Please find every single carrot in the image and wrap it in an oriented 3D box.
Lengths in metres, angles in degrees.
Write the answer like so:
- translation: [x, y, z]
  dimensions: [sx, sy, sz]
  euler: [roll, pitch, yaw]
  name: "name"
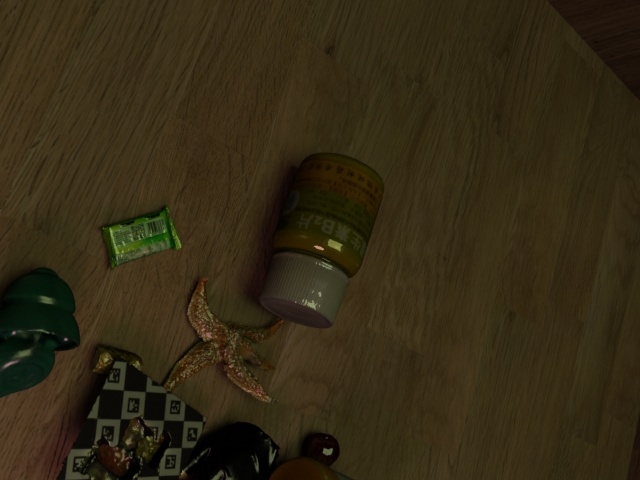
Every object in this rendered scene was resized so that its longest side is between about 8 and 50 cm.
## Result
- translation: [-0.442, 0.470, 1.580]
  dimensions: [0.048, 0.048, 0.139]
  euler: [-37, 109, -34]
  name: "carrot"

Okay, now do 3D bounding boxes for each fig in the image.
- translation: [-0.006, 0.552, 1.920]
  dimensions: [0.089, 0.089, 0.125]
  euler: [18, 102, -38]
  name: "fig"

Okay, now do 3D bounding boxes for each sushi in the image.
- translation: [-0.397, 0.426, 1.567]
  dimensions: [0.294, 0.059, 0.292]
  euler: [50, 48, -36]
  name: "sushi"

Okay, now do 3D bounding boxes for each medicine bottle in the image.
- translation: [0.000, 0.666, 1.813]
  dimensions: [0.232, 0.238, 0.237]
  euler: [37, 67, -34]
  name: "medicine bottle"
- translation: [0.000, 0.000, 1.824]
  dimensions: [0.224, 0.224, 0.384]
  euler: [33, 66, -34]
  name: "medicine bottle"

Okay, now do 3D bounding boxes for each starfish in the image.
- translation: [-0.198, 0.272, 1.759]
  dimensions: [0.294, 0.084, 0.301]
  euler: [26, 69, -34]
  name: "starfish"

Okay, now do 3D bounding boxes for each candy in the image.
- translation: [-0.389, -0.006, 1.643]
  dimensions: [0.178, 0.032, 0.102]
  euler: [-21, 106, -39]
  name: "candy"

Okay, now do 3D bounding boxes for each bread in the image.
- translation: [-0.422, 0.255, 1.586]
  dimensions: [0.110, 0.066, 0.060]
  euler: [21, 63, -34]
  name: "bread"

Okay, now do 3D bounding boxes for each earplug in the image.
- translation: [-0.585, 0.177, 1.428]
  dimensions: [0.258, 0.164, 0.280]
  euler: [11, 66, -2]
  name: "earplug"

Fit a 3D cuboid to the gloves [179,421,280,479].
- translation: [-0.234, 0.537, 1.698]
  dimensions: [0.197, 0.152, 0.301]
  euler: [43, 75, 0]
  name: "gloves"
